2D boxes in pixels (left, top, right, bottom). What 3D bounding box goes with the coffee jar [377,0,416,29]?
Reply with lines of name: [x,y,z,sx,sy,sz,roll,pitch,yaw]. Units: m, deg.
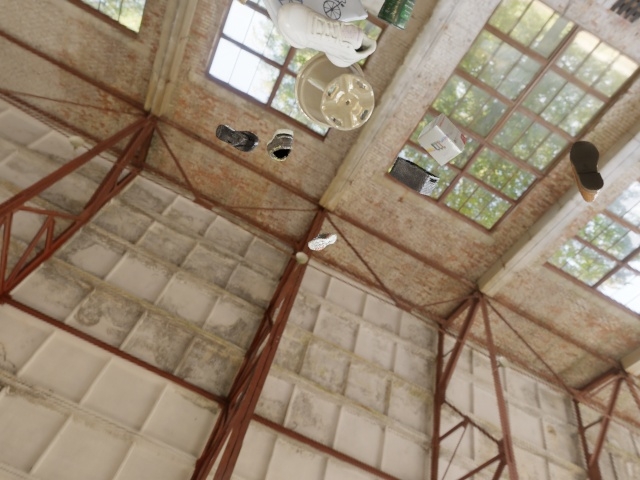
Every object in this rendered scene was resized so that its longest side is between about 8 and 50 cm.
coffee jar: [0.255,-0.752,1.353,0.079,0.184,0.096,-1,-142,-43]

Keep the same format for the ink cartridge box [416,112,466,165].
ink cartridge box: [0.560,-0.467,2.046,0.176,0.127,0.128,43,-132,-12]

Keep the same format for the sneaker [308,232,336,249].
sneaker: [0.000,0.000,2.101,0.158,0.061,0.065,-17,-148,-33]

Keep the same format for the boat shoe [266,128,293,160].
boat shoe: [-0.145,-0.319,1.559,0.081,0.228,0.068,1,-98,-14]

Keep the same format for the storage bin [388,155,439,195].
storage bin: [0.394,-0.272,1.871,0.122,0.084,0.180,3,-150,-48]

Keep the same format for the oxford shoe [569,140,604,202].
oxford shoe: [0.754,-0.200,1.270,0.076,0.076,0.212,2,-125,20]

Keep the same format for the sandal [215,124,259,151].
sandal: [-0.397,-0.474,2.058,0.255,0.097,0.054,20,-169,27]

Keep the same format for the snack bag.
snack bag: [-0.051,-0.773,1.304,0.343,0.037,0.323,-30,-86,-31]

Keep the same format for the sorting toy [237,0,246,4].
sorting toy: [-0.342,-1.152,1.885,0.193,0.208,0.038,24,-163,-49]

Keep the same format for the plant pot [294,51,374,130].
plant pot: [0.080,-0.614,1.886,0.334,0.333,0.305,16,-158,-22]

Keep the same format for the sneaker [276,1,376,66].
sneaker: [0.024,-0.570,1.201,0.305,0.114,0.152,3,-176,-42]
